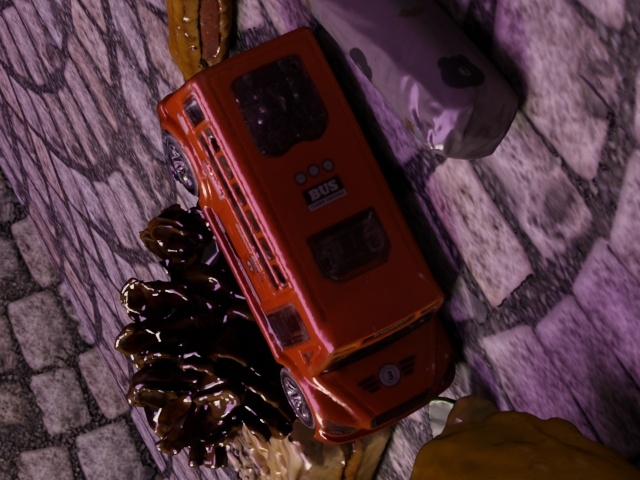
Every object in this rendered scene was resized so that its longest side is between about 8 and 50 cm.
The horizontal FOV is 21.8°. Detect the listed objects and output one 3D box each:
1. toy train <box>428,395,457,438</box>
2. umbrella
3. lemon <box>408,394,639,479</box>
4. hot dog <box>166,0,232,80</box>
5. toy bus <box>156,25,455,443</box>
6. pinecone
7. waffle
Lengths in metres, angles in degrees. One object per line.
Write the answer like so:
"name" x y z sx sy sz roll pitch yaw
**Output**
"toy train" 0.132 0.200 1.438 0.044 0.042 0.209 10 132 28
"umbrella" 0.019 -0.181 1.153 0.073 0.067 0.337 14 -148 -52
"lemon" 0.153 0.284 1.108 0.316 0.285 0.285 39 160 5
"hot dog" -0.113 -0.237 1.474 0.088 0.061 0.286 60 165 21
"toy bus" 0.000 0.000 1.363 0.329 0.143 0.153 65 163 0
"pinecone" -0.075 0.074 1.523 0.243 0.257 0.243 14 125 20
"waffle" -0.047 0.187 1.832 0.261 0.114 0.376 56 162 19
